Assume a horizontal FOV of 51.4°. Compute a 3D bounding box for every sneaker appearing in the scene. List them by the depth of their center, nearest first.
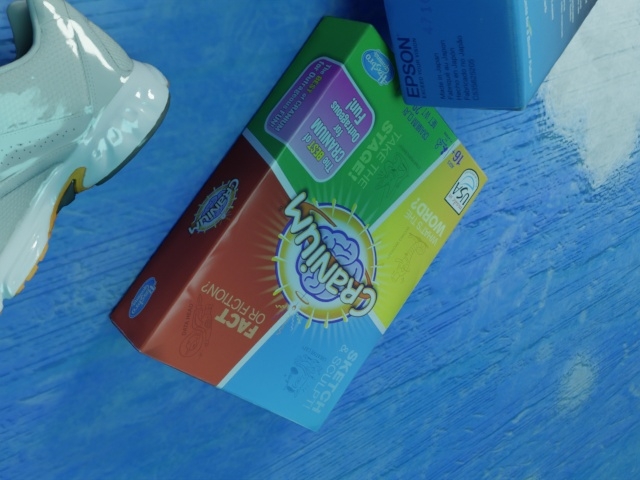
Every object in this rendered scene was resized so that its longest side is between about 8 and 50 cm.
[{"bbox_3d":[-0.219,-0.040,0.411,0.121,0.099,0.262,45,73,-35],"label":"sneaker"}]

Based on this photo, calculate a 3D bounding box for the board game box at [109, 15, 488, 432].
[{"bbox_3d":[0.000,0.000,0.617,0.242,0.064,0.316,38,85,-43],"label":"board game box"}]

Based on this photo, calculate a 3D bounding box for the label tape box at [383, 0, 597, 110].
[{"bbox_3d":[0.168,-0.304,0.561,0.348,0.115,0.249,-52,137,-37],"label":"label tape box"}]
